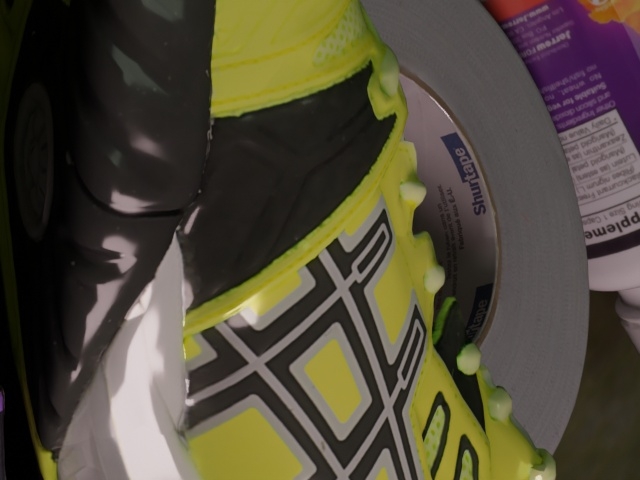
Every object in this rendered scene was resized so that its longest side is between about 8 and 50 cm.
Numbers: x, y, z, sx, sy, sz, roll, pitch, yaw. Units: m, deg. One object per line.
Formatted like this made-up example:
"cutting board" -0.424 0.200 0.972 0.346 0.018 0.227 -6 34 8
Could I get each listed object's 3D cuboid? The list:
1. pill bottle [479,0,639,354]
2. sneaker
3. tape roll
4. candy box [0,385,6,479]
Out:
"pill bottle" 0.126 -0.047 0.815 0.108 0.108 0.193 -43 109 -44
"sneaker" -0.018 0.027 0.541 0.147 0.145 0.384 -4 109 -21
"tape roll" 0.000 0.000 0.697 0.219 0.072 0.219 17 65 -42
"candy box" -0.148 0.139 0.454 0.165 0.070 0.196 -9 100 -55
